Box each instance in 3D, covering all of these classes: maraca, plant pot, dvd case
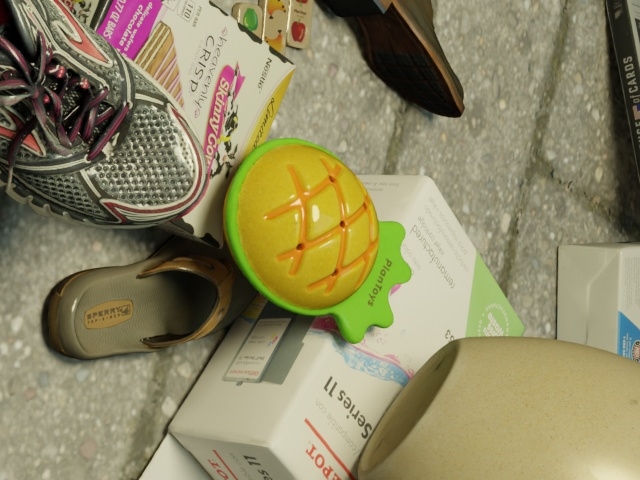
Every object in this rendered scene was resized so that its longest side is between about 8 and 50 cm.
[{"bbox_3d":[0.000,0.000,1.475,0.186,0.099,0.127,37,68,-33],"label":"maraca"},{"bbox_3d":[0.141,0.183,1.486,0.191,0.284,0.284,36,61,-7],"label":"plant pot"},{"bbox_3d":[0.368,-0.124,1.997,0.179,0.030,0.238,11,65,-49],"label":"dvd case"}]

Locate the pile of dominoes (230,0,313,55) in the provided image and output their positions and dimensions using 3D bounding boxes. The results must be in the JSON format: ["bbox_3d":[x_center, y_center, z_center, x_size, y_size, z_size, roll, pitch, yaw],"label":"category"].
[{"bbox_3d":[-0.080,-0.214,1.531,0.251,0.040,0.196,-30,113,-43],"label":"pile of dominoes"}]

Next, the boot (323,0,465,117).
[{"bbox_3d":[0.081,-0.203,1.678,0.219,0.082,0.106,49,60,-42],"label":"boot"}]

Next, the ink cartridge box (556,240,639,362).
[{"bbox_3d":[0.336,0.068,1.987,0.231,0.078,0.134,-1,94,-49],"label":"ink cartridge box"}]

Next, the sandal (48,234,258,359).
[{"bbox_3d":[-0.112,0.040,1.493,0.219,0.060,0.090,-13,102,-47],"label":"sandal"}]

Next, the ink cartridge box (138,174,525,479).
[{"bbox_3d":[0.013,0.140,1.594,0.207,0.119,0.353,55,54,-36],"label":"ink cartridge box"}]

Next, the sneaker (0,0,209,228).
[{"bbox_3d":[-0.189,-0.098,1.220,0.299,0.112,0.121,35,81,-30],"label":"sneaker"}]

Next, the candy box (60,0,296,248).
[{"bbox_3d":[-0.126,-0.105,1.413,0.233,0.071,0.159,30,80,-57],"label":"candy box"}]
